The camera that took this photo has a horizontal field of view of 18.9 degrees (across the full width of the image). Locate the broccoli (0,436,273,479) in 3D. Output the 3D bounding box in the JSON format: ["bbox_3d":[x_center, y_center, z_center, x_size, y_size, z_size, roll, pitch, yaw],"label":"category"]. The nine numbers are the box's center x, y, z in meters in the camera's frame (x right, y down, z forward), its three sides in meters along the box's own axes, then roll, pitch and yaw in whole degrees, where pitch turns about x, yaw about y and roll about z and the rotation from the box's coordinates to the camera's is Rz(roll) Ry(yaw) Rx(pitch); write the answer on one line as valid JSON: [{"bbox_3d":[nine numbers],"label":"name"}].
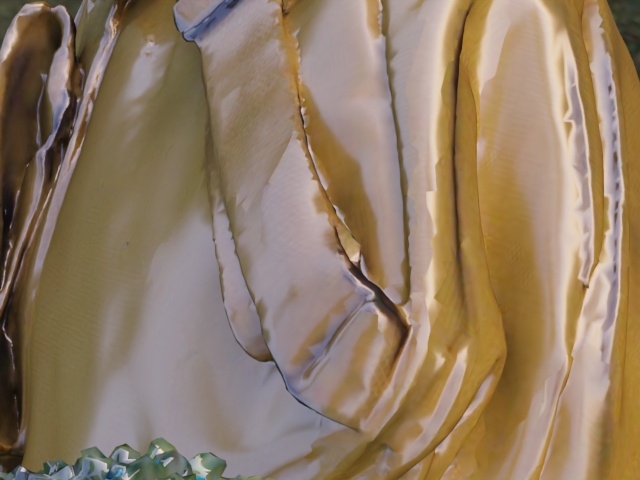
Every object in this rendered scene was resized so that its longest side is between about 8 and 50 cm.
[{"bbox_3d":[-0.028,0.117,0.341,0.160,0.154,0.167,33,110,19],"label":"broccoli"}]

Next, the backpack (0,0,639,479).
[{"bbox_3d":[-0.004,-0.002,0.738,0.353,0.201,0.378,-24,54,45],"label":"backpack"}]
